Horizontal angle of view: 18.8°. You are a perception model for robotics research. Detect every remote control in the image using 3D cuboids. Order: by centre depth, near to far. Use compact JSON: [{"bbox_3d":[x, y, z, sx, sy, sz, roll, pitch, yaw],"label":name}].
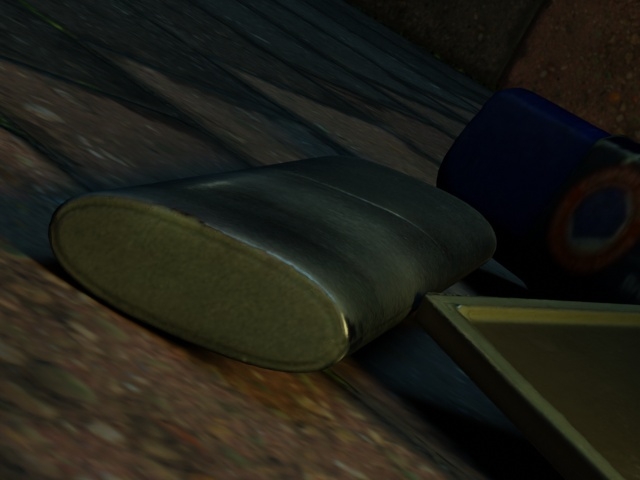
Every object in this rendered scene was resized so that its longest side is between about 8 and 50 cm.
[{"bbox_3d":[0.000,0.000,0.790,0.107,0.044,0.377,27,9,9],"label":"remote control"}]

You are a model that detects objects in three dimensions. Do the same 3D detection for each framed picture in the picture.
[{"bbox_3d":[0.172,0.092,0.679,0.189,0.023,0.260,4,29,-37],"label":"framed picture"}]

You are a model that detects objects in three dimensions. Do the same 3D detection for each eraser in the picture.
[{"bbox_3d":[0.201,0.033,1.008,0.155,0.101,0.332,36,2,-36],"label":"eraser"}]
